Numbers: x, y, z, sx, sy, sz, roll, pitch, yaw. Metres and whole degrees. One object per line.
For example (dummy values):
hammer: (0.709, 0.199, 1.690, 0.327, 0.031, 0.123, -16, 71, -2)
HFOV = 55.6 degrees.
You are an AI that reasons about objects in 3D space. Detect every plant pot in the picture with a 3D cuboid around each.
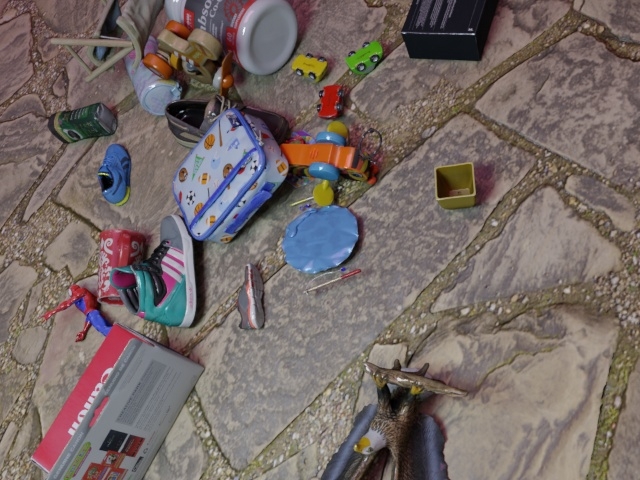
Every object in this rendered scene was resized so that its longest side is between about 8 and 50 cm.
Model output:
plant pot: (0.290, -0.107, 1.291, 0.081, 0.083, 0.081, -6, 63, 18)

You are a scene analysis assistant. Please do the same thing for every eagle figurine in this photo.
eagle figurine: (0.121, 0.372, 1.093, 0.226, 0.225, 0.298, -154, 69, -69)

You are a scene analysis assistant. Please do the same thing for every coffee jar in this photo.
coffee jar: (-0.702, -0.343, 1.786, 0.184, 0.096, 0.079, -7, 60, 17)

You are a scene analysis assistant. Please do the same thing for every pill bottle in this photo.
pill bottle: (-0.254, -0.611, 1.676, 0.363, 0.210, 0.210, 33, 80, 31)

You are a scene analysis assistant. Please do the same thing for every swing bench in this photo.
swing bench: (-0.556, -0.600, 1.671, 0.254, 0.165, 0.253, -5, 56, 23)

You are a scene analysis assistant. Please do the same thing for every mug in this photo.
mug: (-0.498, 0.063, 1.483, 0.113, 0.150, 0.169, -3, 68, 4)

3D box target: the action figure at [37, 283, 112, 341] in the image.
action figure: (-0.563, 0.217, 1.460, 0.139, 0.091, 0.280, -40, 58, -11)

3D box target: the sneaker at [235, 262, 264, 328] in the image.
sneaker: (-0.169, 0.127, 1.373, 0.065, 0.061, 0.158, -16, 60, 21)

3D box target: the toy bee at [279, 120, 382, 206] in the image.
toy bee: (0.047, -0.165, 1.386, 0.298, 0.162, 0.195, 32, 94, 44)

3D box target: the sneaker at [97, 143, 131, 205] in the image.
sneaker: (-0.574, -0.197, 1.675, 0.069, 0.082, 0.209, -21, 58, 13)

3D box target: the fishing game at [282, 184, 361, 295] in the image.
fishing game: (0.000, 0.000, 1.381, 0.189, 0.041, 0.264, -22, 51, 9)

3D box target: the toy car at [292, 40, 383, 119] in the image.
toy car: (0.062, -0.427, 1.555, 0.225, 0.053, 0.239, -30, 59, 5)

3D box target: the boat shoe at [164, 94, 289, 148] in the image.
boat shoe: (-0.256, -0.299, 1.570, 0.355, 0.130, 0.132, 5, 67, 23)

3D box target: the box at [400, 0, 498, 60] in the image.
box: (0.330, -0.578, 1.495, 0.184, 0.103, 0.261, 10, 69, 28)

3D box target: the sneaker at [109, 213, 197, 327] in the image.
sneaker: (-0.397, 0.061, 1.415, 0.124, 0.178, 0.295, -44, 49, 42)

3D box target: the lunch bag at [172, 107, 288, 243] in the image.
lunch bag: (-0.215, -0.150, 1.438, 0.303, 0.115, 0.243, -47, 53, 25)

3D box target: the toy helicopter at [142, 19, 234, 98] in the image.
toy helicopter: (-0.306, -0.459, 1.552, 0.140, 0.235, 0.355, -58, 21, -7)

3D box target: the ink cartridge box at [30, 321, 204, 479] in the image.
ink cartridge box: (-0.422, 0.341, 1.241, 0.130, 0.272, 0.309, 21, 74, 28)

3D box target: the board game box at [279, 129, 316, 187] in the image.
board game box: (-0.060, -0.214, 1.510, 0.168, 0.033, 0.133, 39, 84, 31)

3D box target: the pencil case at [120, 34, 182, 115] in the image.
pencil case: (-0.494, -0.488, 1.764, 0.124, 0.113, 0.273, -40, 56, 14)
